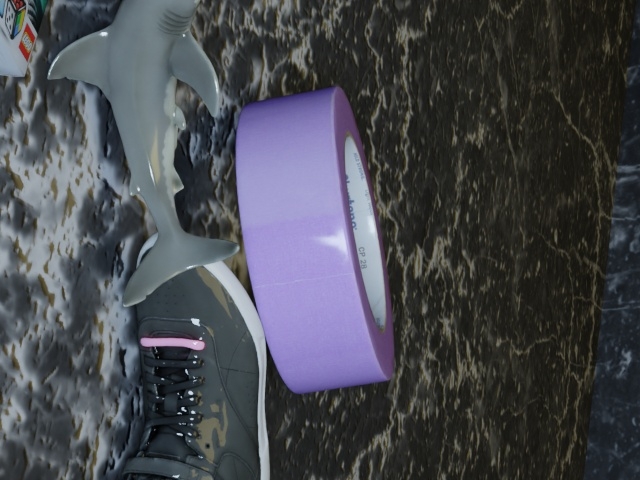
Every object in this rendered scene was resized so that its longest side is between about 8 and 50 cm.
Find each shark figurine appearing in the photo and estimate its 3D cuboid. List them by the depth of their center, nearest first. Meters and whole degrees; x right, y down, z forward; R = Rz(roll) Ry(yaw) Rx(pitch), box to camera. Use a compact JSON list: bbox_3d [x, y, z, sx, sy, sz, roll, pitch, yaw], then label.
[{"bbox_3d":[-0.148,-0.102,0.940,0.116,0.166,0.278,-5,103,-32],"label":"shark figurine"}]

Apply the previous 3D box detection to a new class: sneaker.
[{"bbox_3d":[-0.113,0.146,0.998,0.147,0.105,0.295,-54,143,-55],"label":"sneaker"}]

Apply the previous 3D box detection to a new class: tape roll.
[{"bbox_3d":[0.000,0.000,1.133,0.275,0.090,0.274,-9,90,-81],"label":"tape roll"}]

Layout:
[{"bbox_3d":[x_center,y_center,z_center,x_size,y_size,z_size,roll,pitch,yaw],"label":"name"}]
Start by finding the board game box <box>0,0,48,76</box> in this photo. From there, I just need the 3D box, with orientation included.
[{"bbox_3d":[-0.216,-0.257,0.721,0.305,0.053,0.193,78,21,-67],"label":"board game box"}]
